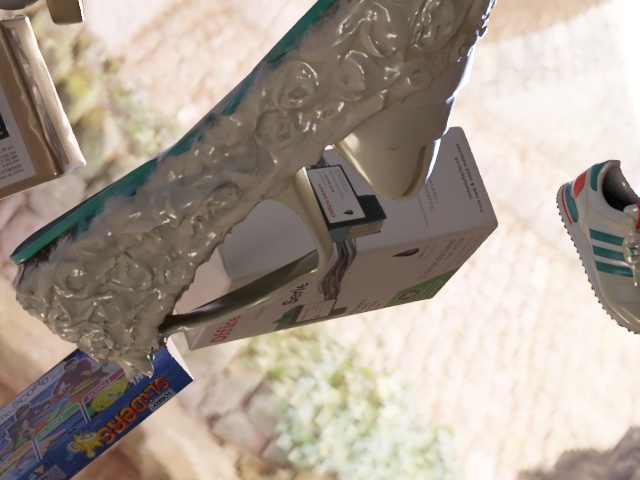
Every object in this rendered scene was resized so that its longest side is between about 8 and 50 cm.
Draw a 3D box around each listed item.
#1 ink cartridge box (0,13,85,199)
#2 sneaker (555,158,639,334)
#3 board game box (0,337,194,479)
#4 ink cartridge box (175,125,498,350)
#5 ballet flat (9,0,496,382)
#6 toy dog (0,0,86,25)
[{"bbox_3d":[-0.421,-0.131,1.717,0.235,0.193,0.088,-20,-172,15],"label":"ink cartridge box"},{"bbox_3d":[0.264,0.004,1.263,0.057,0.161,0.075,-13,160,-34],"label":"sneaker"},{"bbox_3d":[-0.216,0.148,1.320,0.201,0.035,0.136,-38,-152,-2],"label":"board game box"},{"bbox_3d":[0.000,0.000,1.133,0.219,0.092,0.160,-12,160,-20],"label":"ink cartridge box"},{"bbox_3d":[-0.014,-0.053,0.895,0.409,0.147,0.147,-37,-171,23],"label":"ballet flat"},{"bbox_3d":[-0.360,-0.392,1.645,0.220,0.333,0.161,-25,165,-11],"label":"toy dog"}]
